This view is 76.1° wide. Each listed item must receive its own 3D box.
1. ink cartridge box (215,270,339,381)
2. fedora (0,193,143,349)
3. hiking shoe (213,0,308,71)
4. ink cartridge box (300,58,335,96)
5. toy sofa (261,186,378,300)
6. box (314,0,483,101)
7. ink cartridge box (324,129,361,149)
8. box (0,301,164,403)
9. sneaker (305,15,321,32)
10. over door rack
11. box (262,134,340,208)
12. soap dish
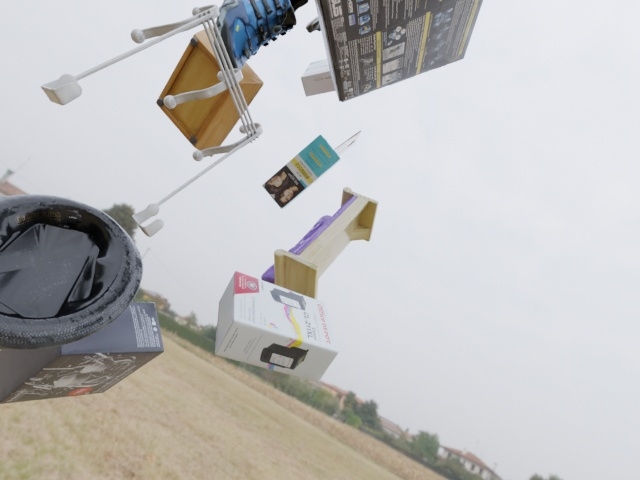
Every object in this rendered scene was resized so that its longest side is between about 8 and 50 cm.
[{"bbox_3d":[-0.070,0.136,0.653,0.175,0.072,0.127,22,23,-22],"label":"ink cartridge box"},{"bbox_3d":[-0.492,0.073,0.722,0.334,0.334,0.152,32,-57,-12],"label":"fedora"},{"bbox_3d":[-0.122,-0.473,0.864,0.132,0.304,0.113,14,-23,15],"label":"hiking shoe"},{"bbox_3d":[0.015,-0.700,1.738,0.153,0.208,0.087,-5,-53,18],"label":"ink cartridge box"},{"bbox_3d":[0.000,0.000,1.111,0.177,0.362,0.150,24,-46,21],"label":"toy sofa"},{"bbox_3d":[0.156,-0.448,0.806,0.318,0.097,0.395,-17,-10,7],"label":"box"},{"bbox_3d":[0.032,-0.359,1.653,0.066,0.261,0.296,51,2,-3],"label":"ink cartridge box"},{"bbox_3d":[-0.721,0.330,1.235,0.343,0.179,0.312,-35,-28,22],"label":"box"},{"bbox_3d":[0.030,-0.783,1.477,0.072,0.178,0.077,8,-47,58],"label":"sneaker"},{"bbox_3d":[-0.248,-0.206,0.666,0.108,0.324,0.240,11,-42,32],"label":"over door rack"},{"bbox_3d":[-0.059,-0.214,1.289,0.100,0.244,0.060,50,8,-2],"label":"box"},{"bbox_3d":[-0.327,-0.421,1.176,0.229,0.118,0.291,49,-61,6],"label":"soap dish"}]
